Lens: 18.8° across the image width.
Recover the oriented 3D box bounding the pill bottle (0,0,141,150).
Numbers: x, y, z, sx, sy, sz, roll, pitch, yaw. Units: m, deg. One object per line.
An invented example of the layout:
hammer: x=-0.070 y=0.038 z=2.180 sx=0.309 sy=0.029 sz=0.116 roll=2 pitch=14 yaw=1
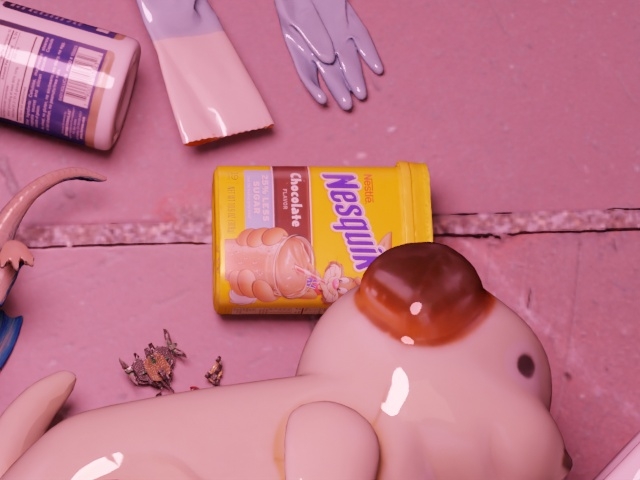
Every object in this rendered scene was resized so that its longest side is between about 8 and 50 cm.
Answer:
pill bottle: x=-0.235 y=-0.138 z=1.534 sx=0.169 sy=0.094 sz=0.094 roll=16 pitch=69 yaw=0

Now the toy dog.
toy dog: x=-0.010 y=0.189 z=1.371 sx=0.408 sy=0.284 sz=0.395 roll=-32 pitch=40 yaw=-11

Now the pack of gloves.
pack of gloves: x=-0.064 y=-0.196 z=1.618 sx=0.195 sy=0.046 sz=0.232 roll=-13 pitch=75 yaw=-24

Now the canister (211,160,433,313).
canister: x=0.000 y=0.000 z=1.529 sx=0.170 sy=0.073 sz=0.126 roll=0 pitch=70 yaw=-6

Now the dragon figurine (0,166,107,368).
dragon figurine: x=-0.274 y=0.055 z=1.464 sx=0.085 sy=0.144 sz=0.289 roll=28 pitch=50 yaw=5

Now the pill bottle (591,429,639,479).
pill bottle: x=0.364 y=0.297 z=1.386 sx=0.408 sy=0.229 sz=0.229 roll=44 pitch=71 yaw=8

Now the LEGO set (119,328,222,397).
LEGO set: x=-0.118 y=0.102 z=1.506 sx=0.083 sy=0.023 sz=0.054 roll=28 pitch=71 yaw=-11
